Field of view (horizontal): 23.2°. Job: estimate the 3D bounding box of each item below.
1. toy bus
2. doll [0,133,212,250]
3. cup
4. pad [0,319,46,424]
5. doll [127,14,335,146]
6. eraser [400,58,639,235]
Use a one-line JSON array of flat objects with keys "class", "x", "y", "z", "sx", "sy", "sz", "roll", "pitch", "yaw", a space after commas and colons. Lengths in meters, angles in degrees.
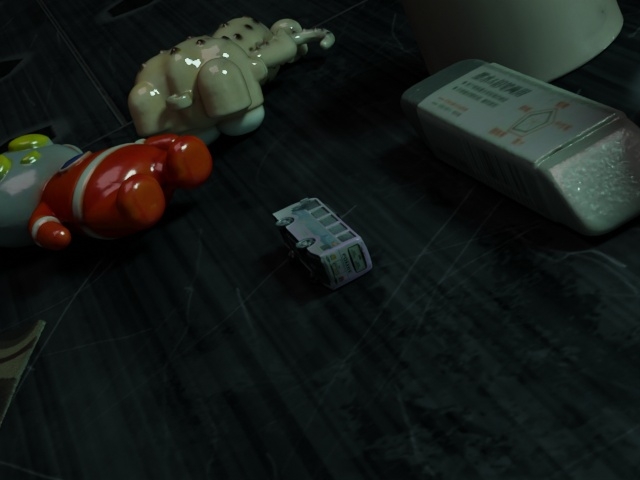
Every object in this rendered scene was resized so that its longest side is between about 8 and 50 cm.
[{"class": "toy bus", "x": 0.000, "y": 0.000, "z": 1.284, "sx": 0.052, "sy": 0.037, "sz": 0.131, "roll": -27, "pitch": 23, "yaw": -8}, {"class": "doll", "x": -0.261, "y": -0.054, "z": 1.593, "sx": 0.336, "sy": 0.105, "sz": 0.200, "roll": -2, "pitch": 32, "yaw": 43}, {"class": "cup", "x": 0.188, "y": -0.278, "z": 1.486, "sx": 0.253, "sy": 0.200, "sz": 0.191, "roll": -32, "pitch": 23, "yaw": -17}, {"class": "pad", "x": -0.359, "y": 0.177, "z": 1.316, "sx": 0.220, "sy": 0.004, "sz": 0.330, "roll": -21, "pitch": 23, "yaw": 12}, {"class": "doll", "x": -0.098, "y": -0.184, "z": 1.718, "sx": 0.154, "sy": 0.119, "sz": 0.278, "roll": -8, "pitch": 18, "yaw": 34}, {"class": "eraser", "x": 0.164, "y": -0.084, "z": 1.266, "sx": 0.089, "sy": 0.061, "sz": 0.352, "roll": -30, "pitch": 22, "yaw": -8}]
